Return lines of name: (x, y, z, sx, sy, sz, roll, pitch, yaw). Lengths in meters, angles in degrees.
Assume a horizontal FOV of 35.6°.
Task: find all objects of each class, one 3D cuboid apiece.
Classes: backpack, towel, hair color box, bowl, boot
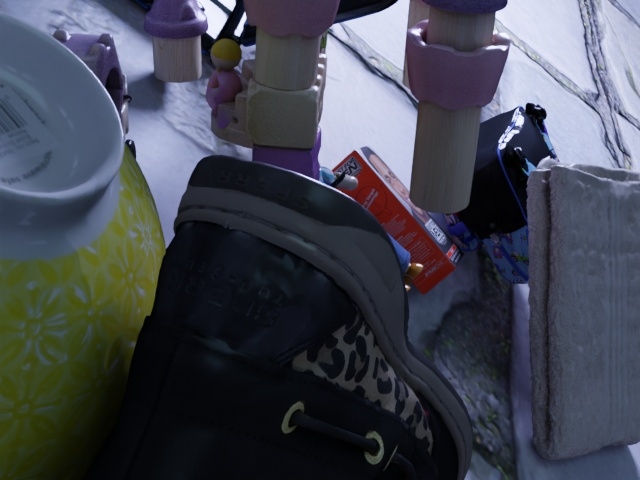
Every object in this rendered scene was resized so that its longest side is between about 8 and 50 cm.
backpack: (0.201, -0.033, 1.036, 0.173, 0.117, 0.158, 59, 32, -15)
towel: (0.261, 0.064, 0.965, 0.187, 0.049, 0.282, 3, 87, -46)
hair color box: (0.070, -0.021, 0.927, 0.141, 0.043, 0.072, 49, 16, 1)
bowl: (-0.180, -0.019, 0.480, 0.290, 0.156, 0.289, 28, 39, -25)
boot: (-0.033, 0.168, 0.527, 0.138, 0.377, 0.284, 15, 63, 21)

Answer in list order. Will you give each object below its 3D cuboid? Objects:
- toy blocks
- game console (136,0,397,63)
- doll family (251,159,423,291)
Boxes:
toy blocks: (-0.029, -0.198, 0.709, 0.309, 0.260, 0.288, 3, 31, 1)
game console: (-0.056, -0.317, 0.979, 0.250, 0.173, 0.293, 37, 35, -18)
doll family: (0.000, 0.000, 0.773, 0.163, 0.118, 0.263, 42, 34, -10)
